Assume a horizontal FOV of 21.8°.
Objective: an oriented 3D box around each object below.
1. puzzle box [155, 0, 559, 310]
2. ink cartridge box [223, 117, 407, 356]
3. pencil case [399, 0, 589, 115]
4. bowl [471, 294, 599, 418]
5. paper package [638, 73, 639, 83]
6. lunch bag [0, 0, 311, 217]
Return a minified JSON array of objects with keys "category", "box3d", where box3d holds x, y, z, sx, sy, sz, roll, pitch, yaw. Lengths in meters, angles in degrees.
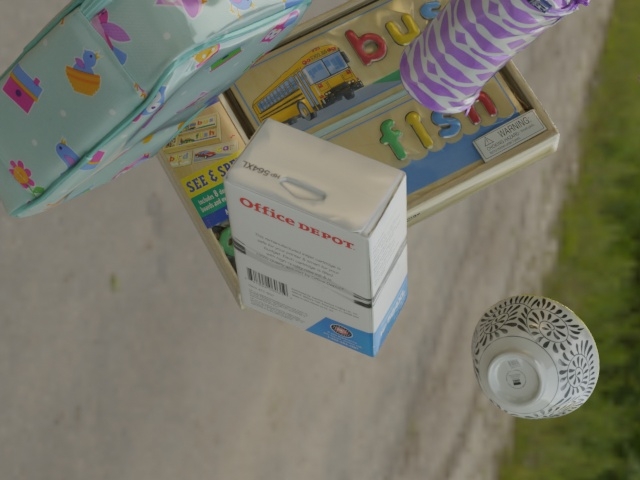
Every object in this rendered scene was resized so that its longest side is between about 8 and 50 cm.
[{"category":"puzzle box","box3d":[0.028,-0.128,1.877,0.272,0.409,0.052,59,-10,22]},{"category":"ink cartridge box","box3d":[0.000,0.000,1.533,0.086,0.148,0.203,-57,160,-30]},{"category":"pencil case","box3d":[0.153,-0.191,1.490,0.206,0.088,0.086,-39,-148,53]},{"category":"bowl","box3d":[0.256,0.160,2.079,0.080,0.170,0.170,-38,127,-59]},{"category":"paper package","box3d":[0.591,-0.235,1.985,0.309,0.325,0.168,-63,159,-6]},{"category":"lunch bag","box3d":[-0.148,-0.137,1.326,0.108,0.279,0.224,54,39,0]}]
